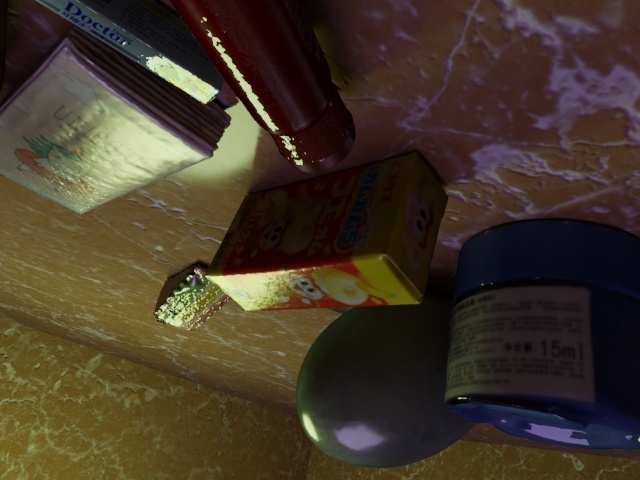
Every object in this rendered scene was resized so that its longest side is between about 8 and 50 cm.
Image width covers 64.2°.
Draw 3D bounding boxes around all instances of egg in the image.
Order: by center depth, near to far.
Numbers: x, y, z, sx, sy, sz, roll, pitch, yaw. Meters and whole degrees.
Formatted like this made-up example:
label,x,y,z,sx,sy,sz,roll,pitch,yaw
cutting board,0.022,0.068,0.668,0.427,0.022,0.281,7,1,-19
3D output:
label,x,y,z,sx,sy,sz,roll,pitch,yaw
egg,0.127,0.216,0.820,0.352,0.258,0.258,-11,164,-24

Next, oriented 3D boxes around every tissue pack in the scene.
label,x,y,z,sx,sy,sz,roll,pitch,yaw
tissue pack,-0.271,-0.120,0.590,0.325,0.071,0.170,-11,144,42

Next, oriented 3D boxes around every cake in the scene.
label,x,y,z,sx,sy,sz,roll,pitch,yaw
cake,-0.261,0.103,1.088,0.109,0.090,0.225,30,132,-25

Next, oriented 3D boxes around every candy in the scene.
label,x,y,z,sx,sy,sz,roll,pitch,yaw
candy,0.000,0.000,0.607,0.276,0.146,0.088,-7,138,40

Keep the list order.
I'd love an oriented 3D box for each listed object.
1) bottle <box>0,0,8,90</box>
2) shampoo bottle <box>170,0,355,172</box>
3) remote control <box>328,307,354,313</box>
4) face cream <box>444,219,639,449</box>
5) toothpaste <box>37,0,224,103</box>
label,x,y,z,sx,sy,sz,roll,pitch,yaw
bottle,-0.342,-0.180,0.420,0.144,0.144,0.336,26,153,-25
shampoo bottle,-0.057,-0.164,0.343,0.076,0.118,0.314,-28,144,7
remote control,0.010,0.063,0.848,0.104,0.052,0.247,3,153,24
face cream,0.288,0.128,0.643,0.249,0.225,0.249,12,156,6
toothpaste,-0.152,-0.181,0.433,0.164,0.046,0.034,28,155,-28
